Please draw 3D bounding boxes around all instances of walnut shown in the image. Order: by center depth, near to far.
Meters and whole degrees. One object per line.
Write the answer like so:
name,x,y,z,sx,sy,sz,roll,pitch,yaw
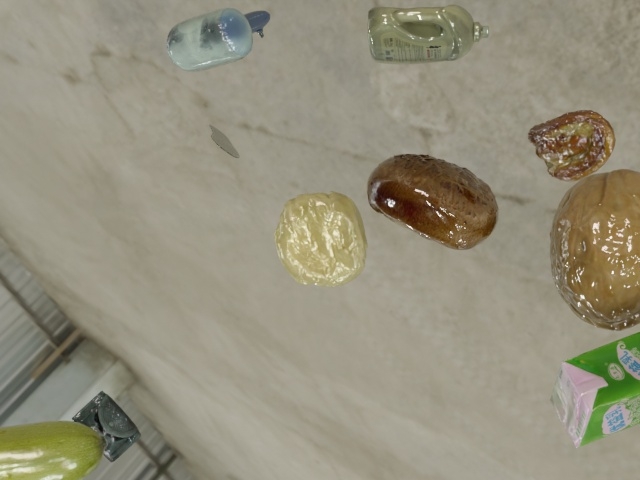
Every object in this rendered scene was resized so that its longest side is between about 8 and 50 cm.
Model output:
walnut,0.571,0.019,1.578,0.251,0.313,0.277,5,170,5

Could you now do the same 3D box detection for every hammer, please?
hammer,-0.119,-0.288,1.122,0.116,0.194,0.070,-9,110,31

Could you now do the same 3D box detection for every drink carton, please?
drink carton,0.543,0.240,1.403,0.161,0.270,0.108,81,168,-52

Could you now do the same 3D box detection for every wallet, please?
wallet,-0.446,0.390,1.712,0.129,0.088,0.026,50,156,-6

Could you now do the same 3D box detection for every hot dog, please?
hot dog,0.358,-0.138,1.174,0.099,0.065,0.147,54,162,-10

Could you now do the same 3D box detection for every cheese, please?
cheese,0.000,0.000,1.905,0.117,0.213,0.226,-16,-82,-83

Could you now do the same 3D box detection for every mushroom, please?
mushroom,0.203,-0.075,1.491,0.253,0.154,0.253,18,-170,-3

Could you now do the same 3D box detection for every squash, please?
squash,-0.524,0.403,1.514,0.246,0.133,0.133,-8,146,-3

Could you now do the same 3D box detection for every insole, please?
insole,-0.216,-0.222,1.823,0.080,0.003,0.232,35,-171,-21

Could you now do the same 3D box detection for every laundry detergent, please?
laundry detergent,0.232,-0.446,1.750,0.253,0.091,0.181,0,164,10
